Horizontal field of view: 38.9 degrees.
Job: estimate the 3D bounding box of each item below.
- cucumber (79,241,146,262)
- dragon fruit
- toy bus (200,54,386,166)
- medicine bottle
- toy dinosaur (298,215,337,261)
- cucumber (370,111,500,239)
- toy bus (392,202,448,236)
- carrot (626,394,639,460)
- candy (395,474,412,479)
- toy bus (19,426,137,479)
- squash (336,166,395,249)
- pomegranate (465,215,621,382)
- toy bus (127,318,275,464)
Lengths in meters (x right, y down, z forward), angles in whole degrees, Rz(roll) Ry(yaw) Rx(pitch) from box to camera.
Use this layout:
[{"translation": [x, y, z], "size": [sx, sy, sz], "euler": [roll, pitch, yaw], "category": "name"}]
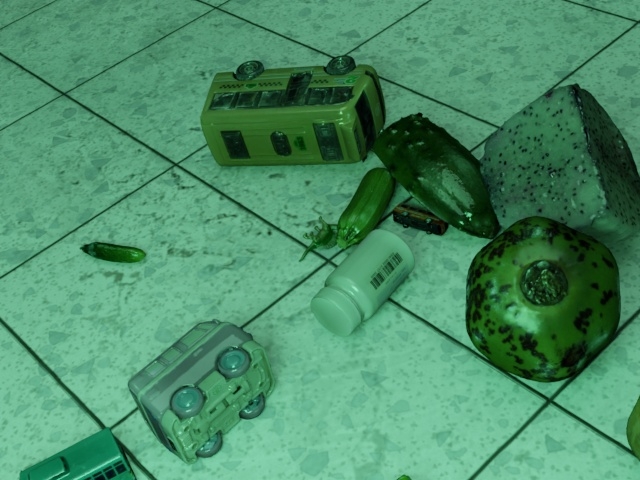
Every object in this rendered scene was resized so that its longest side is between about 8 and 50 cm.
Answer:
[{"translation": [-0.416, 0.024, 1.789], "size": [0.155, 0.037, 0.037], "euler": [6, 45, 21], "category": "cucumber"}, {"translation": [0.428, -0.098, 1.602], "size": [0.221, 0.204, 0.283], "euler": [-24, 59, 29], "category": "dragon fruit"}, {"translation": [-0.055, -0.259, 1.910], "size": [0.365, 0.177, 0.202], "euler": [0, 46, 18], "category": "toy bus"}, {"translation": [0.073, 0.072, 1.561], "size": [0.103, 0.102, 0.186], "euler": [22, 52, 32], "category": "medicine bottle"}, {"translation": [0.000, -0.001, 1.721], "size": [0.060, 0.029, 0.119], "euler": [28, 56, 16], "category": "toy dinosaur"}, {"translation": [0.230, -0.132, 1.728], "size": [0.145, 0.105, 0.325], "euler": [3, 36, -33], "category": "cucumber"}, {"translation": [0.189, -0.041, 1.711], "size": [0.110, 0.031, 0.043], "euler": [19, 44, 31], "category": "toy bus"}, {"translation": [0.576, 0.264, 1.144], "size": [0.341, 0.224, 0.224], "euler": [27, 55, 28], "category": "carrot"}, {"translation": [0.070, 0.412, 1.220], "size": [0.194, 0.062, 0.097], "euler": [-30, 43, -17], "category": "candy"}, {"translation": [-0.370, 0.359, 1.366], "size": [0.160, 0.091, 0.079], "euler": [-26, 42, -14], "category": "toy bus"}, {"translation": [0.090, -0.066, 1.733], "size": [0.077, 0.068, 0.219], "euler": [-5, 39, 39], "category": "squash"}, {"translation": [0.332, 0.086, 1.372], "size": [0.254, 0.270, 0.254], "euler": [-2, 80, 12], "category": "pomegranate"}, {"translation": [-0.184, 0.228, 1.426], "size": [0.202, 0.142, 0.142], "euler": [-39, 48, -26], "category": "toy bus"}]
